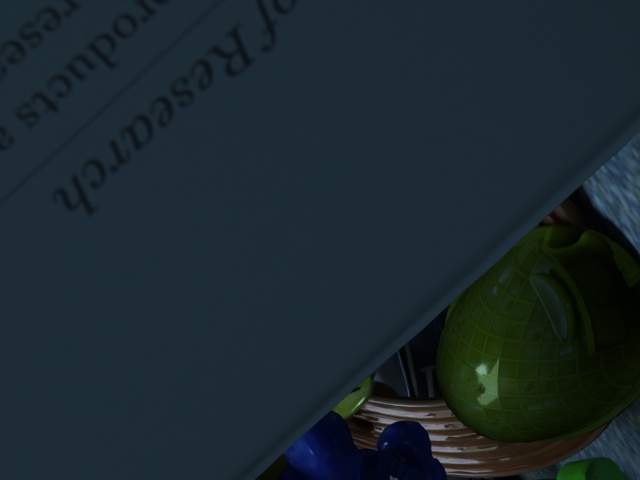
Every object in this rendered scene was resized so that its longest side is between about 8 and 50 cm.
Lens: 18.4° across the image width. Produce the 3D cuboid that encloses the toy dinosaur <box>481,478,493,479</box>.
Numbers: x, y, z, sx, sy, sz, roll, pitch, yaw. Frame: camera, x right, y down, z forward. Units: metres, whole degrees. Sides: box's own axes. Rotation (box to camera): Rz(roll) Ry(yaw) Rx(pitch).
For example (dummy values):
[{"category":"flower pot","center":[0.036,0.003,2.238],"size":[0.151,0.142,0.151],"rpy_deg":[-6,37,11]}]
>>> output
[{"category":"toy dinosaur","center":[0.113,0.252,1.480],"size":[0.322,0.164,0.218],"rpy_deg":[-79,-23,-70]}]

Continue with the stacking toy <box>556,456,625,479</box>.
[{"category":"stacking toy","center":[0.189,0.158,0.693],"size":[0.167,0.052,0.221],"rpy_deg":[-23,95,50]}]

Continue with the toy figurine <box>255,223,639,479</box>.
[{"category":"toy figurine","center":[-0.009,0.151,0.894],"size":[0.362,0.217,0.191],"rpy_deg":[-39,72,48]}]

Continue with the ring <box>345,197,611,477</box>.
[{"category":"ring","center":[0.000,0.000,0.978],"size":[0.336,0.032,0.337],"rpy_deg":[22,145,16]}]

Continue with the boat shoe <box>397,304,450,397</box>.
[{"category":"boat shoe","center":[0.041,-0.001,1.085],"size":[0.095,0.079,0.254],"rpy_deg":[-117,1,-54]}]

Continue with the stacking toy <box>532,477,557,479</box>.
[{"category":"stacking toy","center":[0.053,0.396,1.122],"size":[0.351,0.480,0.350],"rpy_deg":[55,173,11]}]

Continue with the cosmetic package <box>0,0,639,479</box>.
[{"category":"cosmetic package","center":[-0.161,-0.135,0.596],"size":[0.394,0.327,0.329],"rpy_deg":[46,-179,-40]}]

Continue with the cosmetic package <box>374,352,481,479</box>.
[{"category":"cosmetic package","center":[-0.080,0.041,1.235],"size":[0.161,0.230,0.453],"rpy_deg":[-94,-20,-46]}]
